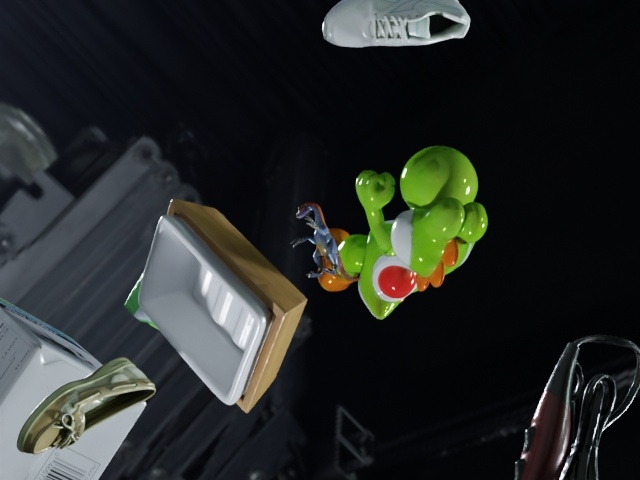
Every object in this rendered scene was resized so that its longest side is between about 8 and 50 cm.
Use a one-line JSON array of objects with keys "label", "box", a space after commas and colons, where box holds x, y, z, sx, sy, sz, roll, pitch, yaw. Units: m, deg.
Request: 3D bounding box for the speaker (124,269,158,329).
[{"label": "speaker", "box": [-0.213, 0.152, 1.988, 0.131, 0.296, 0.131, -56, -171, 13]}]

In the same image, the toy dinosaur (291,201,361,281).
[{"label": "toy dinosaur", "box": [0.000, 0.000, 1.181, 0.047, 0.090, 0.082, -18, -119, 41]}]

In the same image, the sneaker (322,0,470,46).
[{"label": "sneaker", "box": [0.078, -0.220, 1.059, 0.152, 0.054, 0.061, -10, -150, -11]}]

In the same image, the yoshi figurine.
[{"label": "yoshi figurine", "box": [0.136, -0.025, 1.581, 0.203, 0.203, 0.362, -29, 177, -29]}]

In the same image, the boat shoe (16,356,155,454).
[{"label": "boat shoe", "box": [-0.230, 0.168, 1.043, 0.048, 0.056, 0.153, 34, -144, 20]}]

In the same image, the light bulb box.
[{"label": "light bulb box", "box": [-0.533, 0.308, 1.743, 0.358, 0.225, 0.361, -57, -145, -7]}]

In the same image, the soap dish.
[{"label": "soap dish", "box": [-0.160, 0.100, 1.710, 0.118, 0.229, 0.291, -19, -128, -42]}]

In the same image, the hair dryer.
[{"label": "hair dryer", "box": [0.171, 0.218, 0.890, 0.293, 0.224, 0.080, -14, 168, -22]}]
